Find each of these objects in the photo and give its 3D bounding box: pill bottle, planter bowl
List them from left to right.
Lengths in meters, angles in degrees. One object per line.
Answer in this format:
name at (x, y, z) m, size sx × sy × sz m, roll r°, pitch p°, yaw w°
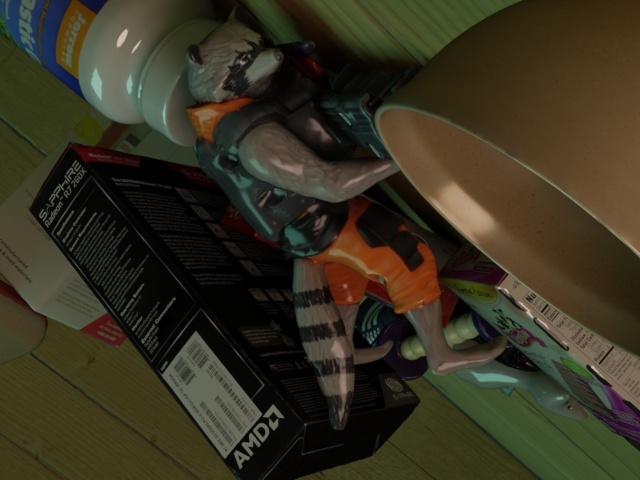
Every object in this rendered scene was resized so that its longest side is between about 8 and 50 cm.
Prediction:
pill bottle at (-0.194, -0.205, 0.927) m, size 0.272 × 0.152 × 0.152 m, roll 38°, pitch 174°, yaw 25°
planter bowl at (0.117, -0.039, 0.386) m, size 0.162 × 0.109 × 0.162 m, roll 39°, pitch 174°, yaw 5°

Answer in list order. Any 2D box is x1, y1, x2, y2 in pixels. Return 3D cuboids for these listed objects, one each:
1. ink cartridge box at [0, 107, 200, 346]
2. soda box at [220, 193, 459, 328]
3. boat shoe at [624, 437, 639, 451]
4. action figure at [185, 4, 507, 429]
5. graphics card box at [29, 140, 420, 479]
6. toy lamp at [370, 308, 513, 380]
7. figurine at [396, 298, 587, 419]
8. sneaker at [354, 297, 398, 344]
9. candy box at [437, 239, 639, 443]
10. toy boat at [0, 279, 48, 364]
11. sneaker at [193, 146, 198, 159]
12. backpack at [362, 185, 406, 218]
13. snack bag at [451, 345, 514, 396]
ink cartridge box at (-0.271, -0.056, 1.443) m, size 0.160 × 0.385 × 0.279 m, roll 41°, pitch 175°, yaw 22°
soda box at (0.034, 0.001, 1.024) m, size 0.263 × 0.092 × 0.083 m, roll 27°, pitch 176°, yaw -31°
boat shoe at (0.348, 0.194, 0.923) m, size 0.073 × 0.073 × 0.207 m, roll 43°, pitch -179°, yaw -45°
action figure at (0.006, -0.028, 0.757) m, size 0.330 × 0.178 × 0.341 m, roll 57°, pitch 168°, yaw -9°
graphics card box at (-0.092, 0.063, 0.962) m, size 0.371 × 0.094 × 0.233 m, roll 45°, pitch -162°, yaw 24°
toy lamp at (0.138, 0.114, 1.151) m, size 0.080 × 0.080 × 0.274 m, roll 41°, pitch 150°, yaw -10°
figurine at (0.229, 0.143, 1.254) m, size 0.215 × 0.092 × 0.209 m, roll 43°, pitch 170°, yaw -35°
sneaker at (0.090, 0.156, 1.536) m, size 0.099 × 0.153 × 0.282 m, roll 46°, pitch 176°, yaw -8°
candy box at (0.225, 0.084, 0.838) m, size 0.233 × 0.071 × 0.159 m, roll 42°, pitch 174°, yaw -7°
toy boat at (-0.486, 0.071, 1.344) m, size 0.231 × 0.151 × 0.151 m, roll 51°, pitch -160°, yaw -57°
sneaker at (-0.081, -0.082, 1.295) m, size 0.321 × 0.125 × 0.180 m, roll 44°, pitch 172°, yaw -36°
backpack at (0.000, 0.000, 1.151) m, size 0.158 × 0.173 × 0.117 m, roll 43°, pitch 174°, yaw -34°
snack bag at (0.194, 0.133, 1.640) m, size 0.342 × 0.037 × 0.323 m, roll 39°, pitch 175°, yaw 14°
